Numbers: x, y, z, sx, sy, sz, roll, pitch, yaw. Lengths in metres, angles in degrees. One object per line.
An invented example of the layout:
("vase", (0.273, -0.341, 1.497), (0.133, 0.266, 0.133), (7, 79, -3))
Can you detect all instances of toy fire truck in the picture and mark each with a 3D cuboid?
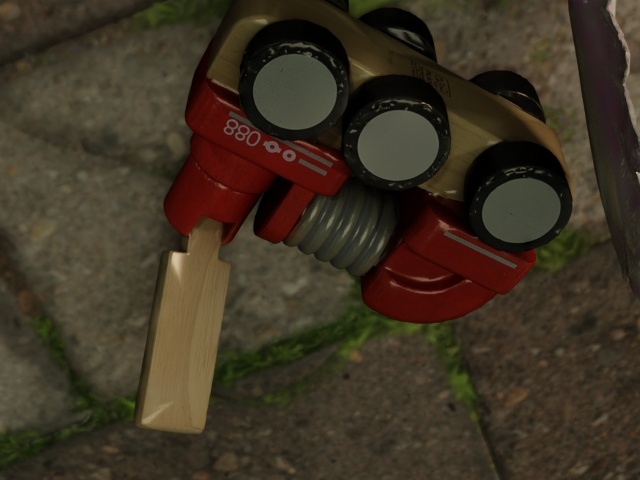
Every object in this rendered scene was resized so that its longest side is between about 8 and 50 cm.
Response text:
("toy fire truck", (0.000, 0.000, 0.616), (0.217, 0.158, 0.246), (25, 122, -17))

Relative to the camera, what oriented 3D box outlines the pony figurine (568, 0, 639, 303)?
("pony figurine", (0.112, -0.171, 0.451), (0.363, 0.351, 0.303), (9, 150, -12))
